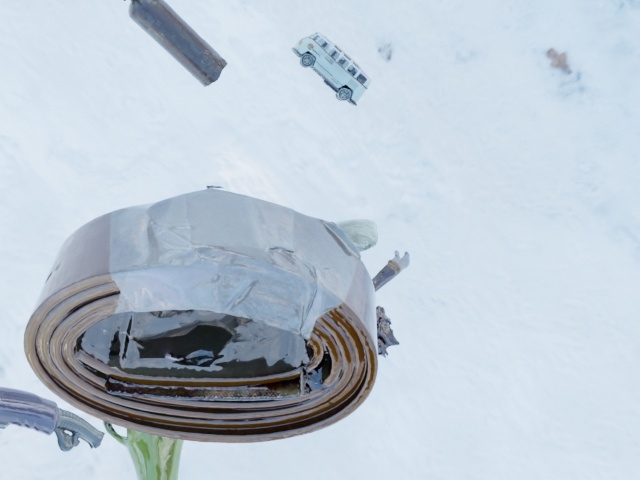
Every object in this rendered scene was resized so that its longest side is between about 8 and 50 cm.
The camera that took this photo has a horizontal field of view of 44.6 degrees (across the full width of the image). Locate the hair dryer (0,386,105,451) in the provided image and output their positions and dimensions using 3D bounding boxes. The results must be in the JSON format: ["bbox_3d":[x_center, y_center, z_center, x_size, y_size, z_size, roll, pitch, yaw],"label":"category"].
[{"bbox_3d":[-0.472,0.272,1.056,0.361,0.121,0.301,9,64,-28],"label":"hair dryer"}]

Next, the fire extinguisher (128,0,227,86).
[{"bbox_3d":[-0.298,-0.414,1.539,0.072,0.089,0.268,-42,120,10],"label":"fire extinguisher"}]

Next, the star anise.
[{"bbox_3d":[0.073,0.141,1.601,0.346,0.237,0.148,-39,134,-22],"label":"star anise"}]

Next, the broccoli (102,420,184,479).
[{"bbox_3d":[-0.260,0.268,1.348,0.254,0.186,0.302,-26,85,-20],"label":"broccoli"}]

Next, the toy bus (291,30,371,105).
[{"bbox_3d":[0.027,-0.390,1.759,0.194,0.087,0.089,41,96,-9],"label":"toy bus"}]

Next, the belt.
[{"bbox_3d":[-0.085,0.060,0.605,0.262,0.105,0.184,2,123,0],"label":"belt"}]

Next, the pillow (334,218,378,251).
[{"bbox_3d":[0.000,0.000,1.529,0.229,0.128,0.050,-8,108,9],"label":"pillow"}]
